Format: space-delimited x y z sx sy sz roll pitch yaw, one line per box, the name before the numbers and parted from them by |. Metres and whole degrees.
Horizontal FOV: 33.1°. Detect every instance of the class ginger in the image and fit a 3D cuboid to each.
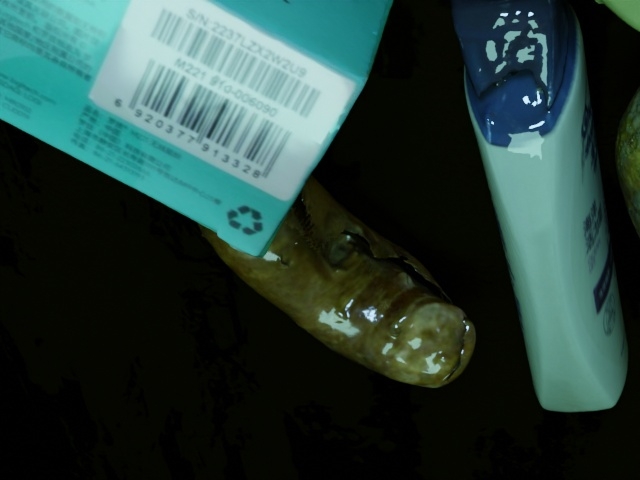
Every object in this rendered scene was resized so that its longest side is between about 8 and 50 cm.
ginger | -0.005 0.006 0.867 0.309 0.107 0.133 43 146 -17

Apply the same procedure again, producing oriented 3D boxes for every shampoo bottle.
shampoo bottle | 0.160 -0.022 0.757 0.078 0.134 0.359 -4 131 20

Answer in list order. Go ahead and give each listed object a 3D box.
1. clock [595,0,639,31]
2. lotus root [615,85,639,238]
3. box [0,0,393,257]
clock | 0.232 -0.249 0.455 0.348 0.117 0.286 -27 145 31
lotus root | 0.295 -0.018 0.701 0.152 0.160 0.275 3 138 51
box | -0.062 -0.158 0.576 0.205 0.311 0.118 30 126 -9
